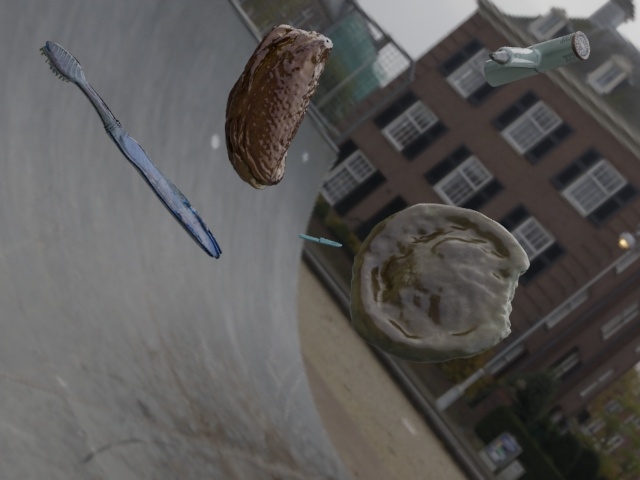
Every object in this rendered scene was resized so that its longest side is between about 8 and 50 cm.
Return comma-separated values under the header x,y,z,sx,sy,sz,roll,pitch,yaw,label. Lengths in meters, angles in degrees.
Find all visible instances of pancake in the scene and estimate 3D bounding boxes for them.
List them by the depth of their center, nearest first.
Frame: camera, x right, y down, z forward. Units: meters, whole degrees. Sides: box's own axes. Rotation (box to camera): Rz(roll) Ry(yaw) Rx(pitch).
x,y,z,sx,sy,sz,roll,pitch,yaw,label
0.139,0.044,1.056,0.222,0.236,0.042,31,-29,27,pancake

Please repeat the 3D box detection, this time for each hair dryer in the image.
x,y,z,sx,sy,sz,roll,pitch,yaw,label
0.255,-0.247,1.212,0.155,0.183,0.044,-12,-90,48,hair dryer

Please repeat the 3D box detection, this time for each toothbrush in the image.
x,y,z,sx,sy,sz,roll,pitch,yaw,label
-0.276,-0.127,1.331,0.413,0.035,0.042,53,-27,-20,toothbrush

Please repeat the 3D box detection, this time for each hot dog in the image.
x,y,z,sx,sy,sz,roll,pitch,yaw,label
-0.079,-0.224,1.461,0.122,0.272,0.196,25,18,5,hot dog

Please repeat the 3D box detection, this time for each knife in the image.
x,y,z,sx,sy,sz,roll,pitch,yaw,label
0.000,0.000,1.814,0.091,0.014,0.005,15,-46,6,knife
